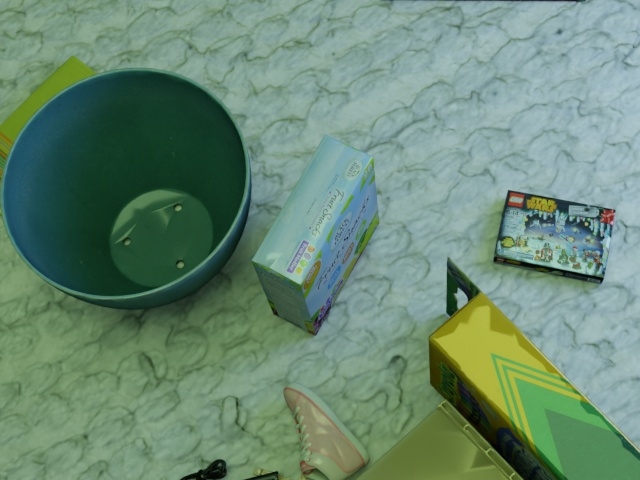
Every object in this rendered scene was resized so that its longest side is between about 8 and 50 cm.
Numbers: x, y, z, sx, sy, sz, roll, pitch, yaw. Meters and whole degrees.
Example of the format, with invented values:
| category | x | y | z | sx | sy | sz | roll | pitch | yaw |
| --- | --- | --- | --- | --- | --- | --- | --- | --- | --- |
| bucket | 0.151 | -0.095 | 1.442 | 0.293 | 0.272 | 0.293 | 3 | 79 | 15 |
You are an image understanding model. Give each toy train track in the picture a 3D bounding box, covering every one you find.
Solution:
| category | x | y | z | sx | sy | sz | roll | pitch | yaw |
| --- | --- | --- | --- | --- | --- | --- | --- | --- | --- |
| toy train track | -0.040 | 0.284 | 1.299 | 0.083 | 0.014 | 0.048 | 16 | 71 | 12 |

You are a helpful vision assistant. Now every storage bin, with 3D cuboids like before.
| category | x | y | z | sx | sy | sz | roll | pitch | yaw |
| --- | --- | --- | --- | --- | --- | --- | --- | --- | --- |
| storage bin | 0.127 | 0.356 | 1.178 | 0.262 | 0.123 | 0.260 | -39 | 63 | -10 |

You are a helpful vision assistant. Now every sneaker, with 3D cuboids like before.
| category | x | y | z | sx | sy | sz | roll | pitch | yaw |
| --- | --- | --- | --- | --- | --- | --- | --- | --- | --- |
| sneaker | -0.011 | 0.231 | 1.290 | 0.070 | 0.051 | 0.134 | -37 | 73 | -25 |

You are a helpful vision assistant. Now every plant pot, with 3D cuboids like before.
| category | x | y | z | sx | sy | sz | roll | pitch | yaw |
| --- | --- | --- | --- | --- | --- | --- | --- | --- | --- |
| plant pot | -0.216 | -0.035 | 1.342 | 0.290 | 0.195 | 0.290 | -2 | 68 | 5 |

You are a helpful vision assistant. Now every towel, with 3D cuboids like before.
| category | x | y | z | sx | sy | sz | roll | pitch | yaw |
| --- | --- | --- | --- | --- | --- | --- | --- | --- | --- |
| towel | -0.382 | -0.141 | 1.496 | 0.102 | 0.021 | 0.237 | 38 | 76 | 12 |

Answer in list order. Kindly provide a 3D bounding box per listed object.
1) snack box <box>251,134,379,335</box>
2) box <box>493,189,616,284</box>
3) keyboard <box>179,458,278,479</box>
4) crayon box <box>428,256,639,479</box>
| category | x | y | z | sx | sy | sz | roll | pitch | yaw |
| --- | --- | --- | --- | --- | --- | --- | --- | --- | --- |
| snack box | 0.000 | 0.000 | 1.300 | 0.070 | 0.207 | 0.174 | 25 | 74 | 15 |
| box | 0.291 | -0.005 | 1.368 | 0.137 | 0.027 | 0.094 | 11 | 70 | 10 |
| keyboard | -0.132 | 0.314 | 1.286 | 0.180 | 0.023 | 0.108 | -15 | 68 | 4 |
| crayon box | 0.221 | 0.187 | 1.208 | 0.083 | 0.203 | 0.323 | -39 | 70 | -9 |
